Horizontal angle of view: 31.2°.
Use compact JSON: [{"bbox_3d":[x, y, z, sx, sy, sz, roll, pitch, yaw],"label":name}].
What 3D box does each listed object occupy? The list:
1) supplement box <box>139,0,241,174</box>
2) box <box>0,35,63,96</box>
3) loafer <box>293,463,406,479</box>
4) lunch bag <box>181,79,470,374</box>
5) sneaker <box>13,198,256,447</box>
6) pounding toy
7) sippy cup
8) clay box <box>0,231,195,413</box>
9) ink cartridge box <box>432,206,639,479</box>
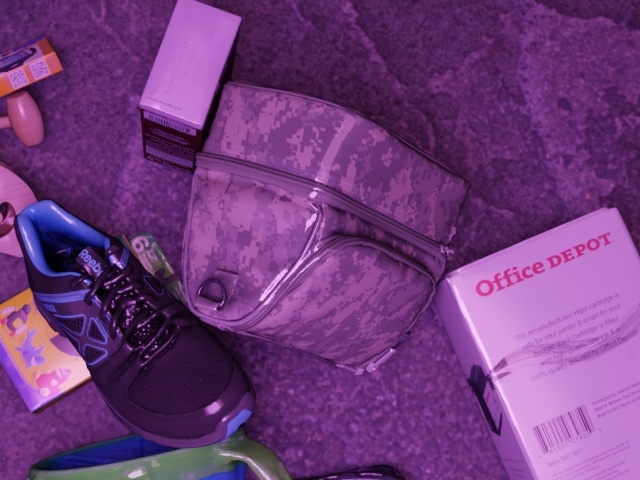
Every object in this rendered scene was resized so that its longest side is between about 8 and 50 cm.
[{"bbox_3d":[-0.147,-0.165,1.287,0.073,0.239,0.130,20,80,-5],"label":"supplement box"},{"bbox_3d":[-0.376,-0.194,1.347,0.136,0.081,0.028,-24,120,-11],"label":"box"},{"bbox_3d":[-0.008,0.306,1.310,0.223,0.078,0.076,-14,83,-8],"label":"loafer"},{"bbox_3d":[0.000,0.000,1.248,0.212,0.305,0.256,19,87,34],"label":"lunch bag"},{"bbox_3d":[-0.205,0.084,1.166,0.341,0.139,0.125,33,63,32],"label":"sneaker"},{"bbox_3d":[-0.419,-0.044,1.319,0.269,0.155,0.154,-32,113,-14],"label":"pounding toy"},{"bbox_3d":[-0.174,0.325,1.217,0.240,0.305,0.224,-10,88,-32],"label":"sippy cup"},{"bbox_3d":[-0.265,0.089,1.328,0.222,0.053,0.127,-32,84,-10],"label":"clay box"},{"bbox_3d":[0.293,0.146,1.345,0.223,0.129,0.307,-22,84,-9],"label":"ink cartridge box"}]
